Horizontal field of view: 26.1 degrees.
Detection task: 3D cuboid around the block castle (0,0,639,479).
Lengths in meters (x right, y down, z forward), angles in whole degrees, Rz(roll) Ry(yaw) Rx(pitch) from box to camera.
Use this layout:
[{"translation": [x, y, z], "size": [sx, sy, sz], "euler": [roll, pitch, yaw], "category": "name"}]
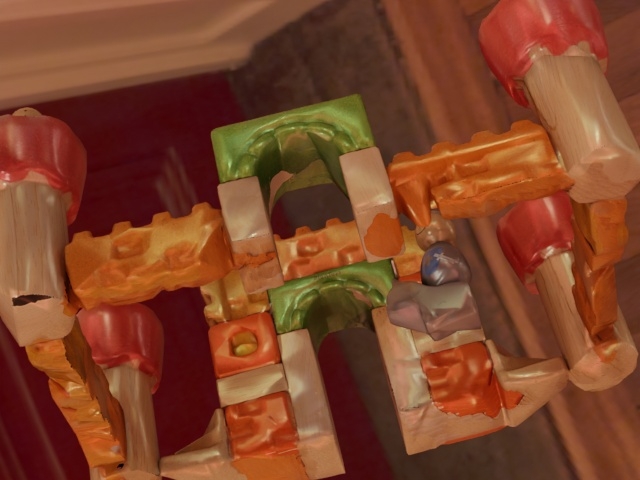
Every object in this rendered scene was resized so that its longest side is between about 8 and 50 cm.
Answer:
[{"translation": [0.000, 0.000, 1.016], "size": [0.303, 0.453, 0.212], "euler": [75, -179, -48], "category": "block castle"}]
